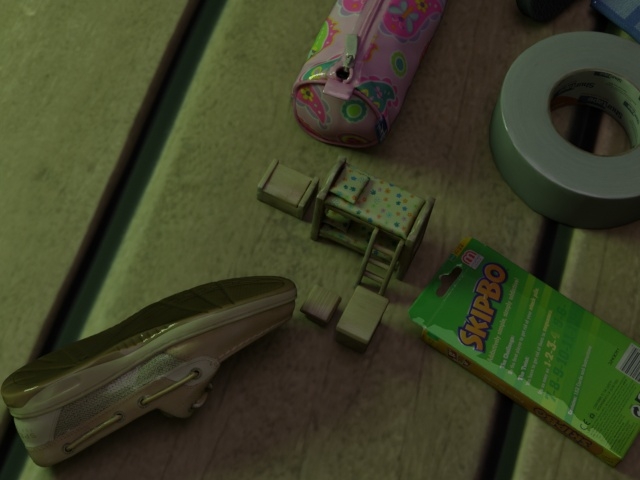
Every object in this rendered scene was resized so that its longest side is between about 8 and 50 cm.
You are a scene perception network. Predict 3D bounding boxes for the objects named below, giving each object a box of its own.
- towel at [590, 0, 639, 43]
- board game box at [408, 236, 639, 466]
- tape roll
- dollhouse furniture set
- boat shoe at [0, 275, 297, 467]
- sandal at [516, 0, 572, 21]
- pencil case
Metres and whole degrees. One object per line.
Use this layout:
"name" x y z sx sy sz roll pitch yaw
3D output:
"towel" 0.480 -0.322 1.598 0.209 0.034 0.285 43 93 22
"board game box" 0.224 0.110 1.413 0.259 0.039 0.124 35 64 9
"tape roll" 0.301 -0.124 1.523 0.219 0.072 0.219 2 61 -4
"dollhouse furniture set" 0.000 0.000 1.410 0.182 0.101 0.161 24 63 7
"boat shoe" -0.154 0.123 1.340 0.302 0.109 0.098 -24 106 -18
"sandal" 0.325 -0.355 1.642 0.254 0.097 0.054 -32 43 -21
"pencil case" 0.064 -0.237 1.533 0.124 0.124 0.284 22 61 6
